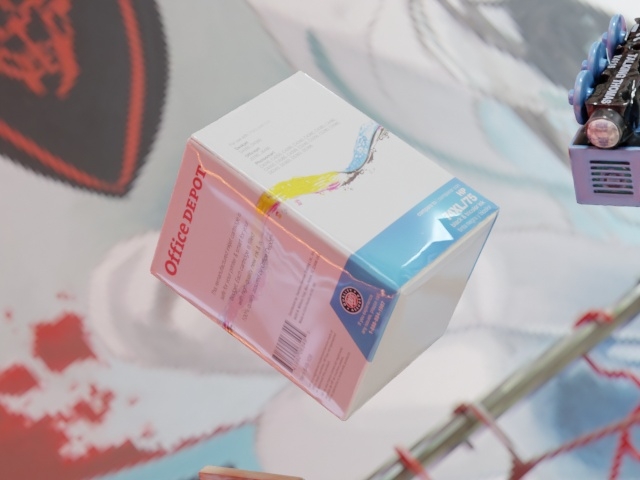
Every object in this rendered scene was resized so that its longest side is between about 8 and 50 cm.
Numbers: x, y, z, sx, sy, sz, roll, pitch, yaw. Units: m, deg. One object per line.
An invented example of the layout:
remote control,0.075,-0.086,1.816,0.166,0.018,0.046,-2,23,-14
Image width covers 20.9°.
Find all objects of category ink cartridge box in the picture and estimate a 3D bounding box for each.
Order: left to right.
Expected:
ink cartridge box,0.000,0.000,1.788,0.197,0.270,0.198,-36,-24,-44

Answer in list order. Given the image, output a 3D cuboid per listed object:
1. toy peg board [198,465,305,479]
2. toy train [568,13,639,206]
toy peg board,-0.070,0.345,1.937,0.161,0.161,0.079,-1,29,43
toy train,0.246,-0.106,1.356,0.184,0.080,0.105,-54,-39,-49
